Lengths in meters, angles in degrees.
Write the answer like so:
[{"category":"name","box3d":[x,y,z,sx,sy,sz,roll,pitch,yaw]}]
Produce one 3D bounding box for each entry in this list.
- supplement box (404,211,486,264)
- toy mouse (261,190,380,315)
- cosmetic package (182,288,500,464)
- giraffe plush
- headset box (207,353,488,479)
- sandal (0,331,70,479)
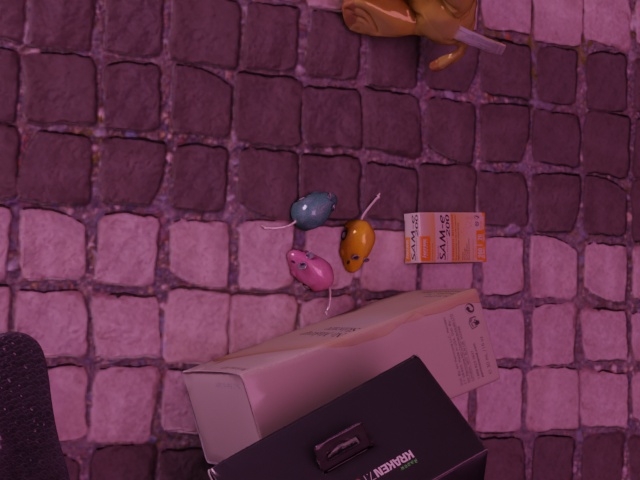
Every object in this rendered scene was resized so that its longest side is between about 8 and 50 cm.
[{"category":"supplement box","box3d":[0.151,-0.003,1.741,0.098,0.036,0.062,-1,88,-29]},{"category":"toy mouse","box3d":[0.000,0.000,1.658,0.143,0.031,0.161,19,79,-28]},{"category":"cosmetic package","box3d":[0.024,0.149,1.595,0.309,0.160,0.113,-17,95,-30]},{"category":"giraffe plush","box3d":[0.140,-0.325,1.692,0.210,0.181,0.170,31,52,-14]},{"category":"headset box","box3d":[0.030,0.275,1.465,0.246,0.283,0.131,-28,59,-14]},{"category":"sandal","box3d":[-0.309,0.222,1.470,0.097,0.054,0.254,4,76,-36]}]
